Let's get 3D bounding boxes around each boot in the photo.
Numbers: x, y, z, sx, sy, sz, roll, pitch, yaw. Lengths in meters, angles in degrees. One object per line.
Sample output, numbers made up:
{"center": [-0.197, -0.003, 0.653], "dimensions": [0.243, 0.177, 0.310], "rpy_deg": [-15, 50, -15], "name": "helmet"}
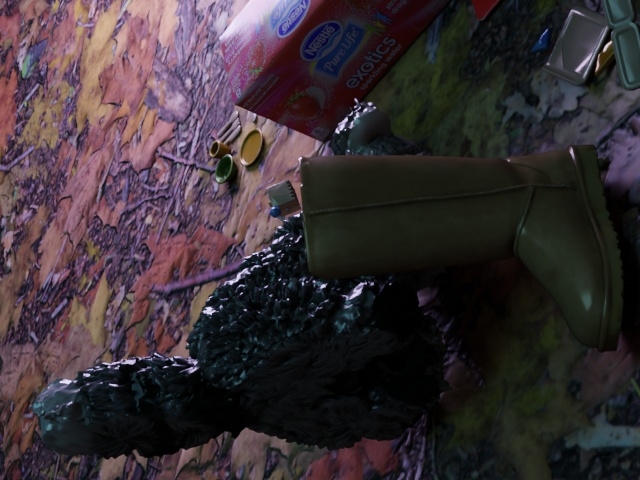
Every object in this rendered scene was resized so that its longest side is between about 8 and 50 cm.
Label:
{"center": [0.121, 0.012, 1.711], "dimensions": [0.236, 0.269, 0.089], "rpy_deg": [-95, 2, -47], "name": "boot"}
{"center": [0.290, 0.017, 1.656], "dimensions": [0.106, 0.037, 0.114], "rpy_deg": [137, 144, -57], "name": "boot"}

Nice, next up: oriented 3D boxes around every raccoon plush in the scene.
{"center": [-0.060, 0.025, 1.874], "dimensions": [0.216, 0.446, 0.299], "rpy_deg": [97, 168, -51], "name": "raccoon plush"}

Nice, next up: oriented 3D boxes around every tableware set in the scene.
{"center": [-0.086, -0.141, 2.328], "dimensions": [0.154, 0.024, 0.104], "rpy_deg": [-45, 40, 33], "name": "tableware set"}

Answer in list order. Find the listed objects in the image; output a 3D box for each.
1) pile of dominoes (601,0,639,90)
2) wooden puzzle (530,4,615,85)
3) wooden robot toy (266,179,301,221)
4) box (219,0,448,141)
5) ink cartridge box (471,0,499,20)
{"center": [0.330, -0.278, 1.716], "dimensions": [0.196, 0.040, 0.251], "rpy_deg": [-18, 80, 39], "name": "pile of dominoes"}
{"center": [0.249, -0.185, 1.856], "dimensions": [0.078, 0.014, 0.116], "rpy_deg": [-58, 34, 10], "name": "wooden puzzle"}
{"center": [0.000, 0.000, 2.103], "dimensions": [0.079, 0.076, 0.173], "rpy_deg": [-23, 44, 4], "name": "wooden robot toy"}
{"center": [0.016, -0.247, 2.134], "dimensions": [0.257, 0.128, 0.123], "rpy_deg": [-46, 39, 32], "name": "box"}
{"center": [0.151, -0.355, 2.035], "dimensions": [0.134, 0.078, 0.231], "rpy_deg": [-49, 38, 30], "name": "ink cartridge box"}
